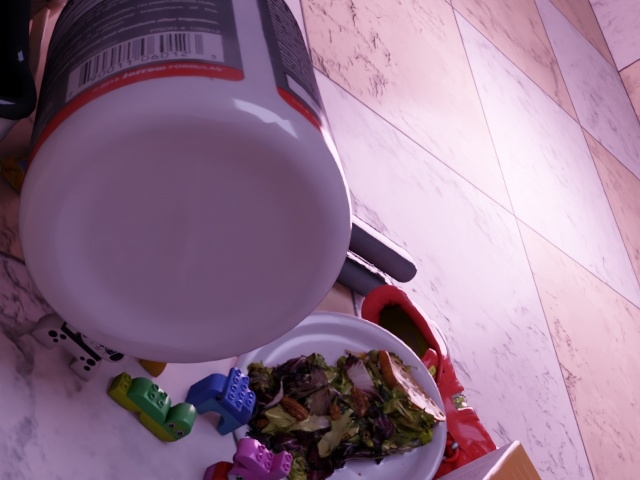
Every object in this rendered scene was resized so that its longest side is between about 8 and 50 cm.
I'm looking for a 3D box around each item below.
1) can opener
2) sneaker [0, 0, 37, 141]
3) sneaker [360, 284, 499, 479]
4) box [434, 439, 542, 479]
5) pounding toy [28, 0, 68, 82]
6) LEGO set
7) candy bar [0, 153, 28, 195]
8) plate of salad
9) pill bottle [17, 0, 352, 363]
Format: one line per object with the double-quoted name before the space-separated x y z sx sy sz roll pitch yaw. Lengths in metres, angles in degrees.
"can opener" 0.000 0.000 1.078 0.280 0.074 0.093 31 22 -45
"sneaker" -0.285 -0.181 0.688 0.315 0.182 0.127 54 27 -8
"sneaker" 0.098 0.165 1.021 0.279 0.107 0.118 65 2 33
"box" 0.095 0.319 0.787 0.215 0.168 0.345 60 23 6
"pounding toy" -0.260 -0.211 0.851 0.181 0.094 0.206 58 29 0
"LEGO set" -0.095 0.099 0.811 0.227 0.093 0.087 46 30 -21
"candy bar" -0.207 -0.066 0.875 0.040 0.018 0.161 57 27 -2
"plate of salad" 0.020 0.141 0.919 0.200 0.048 0.199 10 53 -13
"pill bottle" -0.104 -0.096 0.795 0.210 0.210 0.363 41 19 -29
